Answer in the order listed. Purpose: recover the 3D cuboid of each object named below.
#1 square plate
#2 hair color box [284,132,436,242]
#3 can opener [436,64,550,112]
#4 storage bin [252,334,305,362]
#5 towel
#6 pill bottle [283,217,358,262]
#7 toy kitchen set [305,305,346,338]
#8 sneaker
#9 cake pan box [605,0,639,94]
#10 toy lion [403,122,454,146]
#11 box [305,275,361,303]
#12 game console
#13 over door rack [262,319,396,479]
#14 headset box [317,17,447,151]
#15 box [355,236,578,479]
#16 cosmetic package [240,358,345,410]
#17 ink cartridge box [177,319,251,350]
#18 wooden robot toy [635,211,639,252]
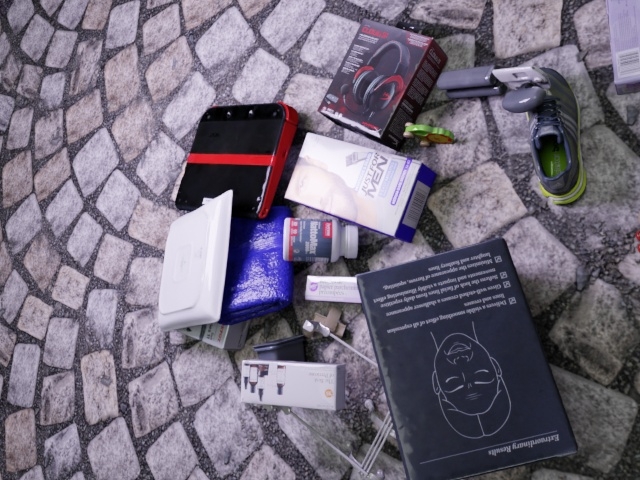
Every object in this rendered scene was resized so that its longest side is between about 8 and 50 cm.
[{"bbox_3d":[-0.354,0.061,1.512,0.344,0.049,0.347,-18,63,50],"label":"square plate"},{"bbox_3d":[0.092,-0.135,1.383,0.339,0.110,0.185,21,92,34],"label":"hair color box"},{"bbox_3d":[0.365,-0.328,1.215,0.283,0.076,0.095,15,78,55],"label":"can opener"},{"bbox_3d":[-0.100,0.296,1.398,0.098,0.135,0.091,-16,81,36],"label":"storage bin"},{"bbox_3d":[-0.180,0.055,1.462,0.227,0.076,0.308,-20,51,20],"label":"towel"},{"bbox_3d":[0.000,0.000,1.374,0.180,0.108,0.108,2,79,-2],"label":"pill bottle"},{"bbox_3d":[0.018,0.213,1.404,0.083,0.075,0.068,24,51,1],"label":"toy kitchen set"},{"bbox_3d":[0.483,-0.230,1.152,0.111,0.121,0.300,-14,72,28],"label":"sneaker"},{"bbox_3d":[0.704,-0.434,1.093,0.246,0.070,0.267,-8,76,32],"label":"cake pan box"},{"bbox_3d":[0.260,-0.249,1.310,0.096,0.100,0.034,4,80,51],"label":"toy lion"},{"bbox_3d":[0.116,0.122,1.338,0.324,0.067,0.063,0,79,31],"label":"box"},{"bbox_3d":[-0.247,-0.233,1.605,0.386,0.060,0.342,8,80,40],"label":"game console"},{"bbox_3d":[0.062,0.360,1.287,0.324,0.108,0.239,27,93,25],"label":"over door rack"},{"bbox_3d":[0.159,-0.403,1.394,0.218,0.110,0.293,32,97,33],"label":"headset box"},{"bbox_3d":[0.260,0.235,1.080,0.293,0.212,0.395,-14,72,4],"label":"box"},{"bbox_3d":[-0.064,0.323,1.256,0.239,0.060,0.099,-3,82,24],"label":"cosmetic package"},{"bbox_3d":[-0.301,0.207,1.561,0.208,0.087,0.153,13,86,32],"label":"ink cartridge box"},{"bbox_3d":[0.654,-0.013,1.052,0.079,0.076,0.173,1,78,-4],"label":"wooden robot toy"}]
